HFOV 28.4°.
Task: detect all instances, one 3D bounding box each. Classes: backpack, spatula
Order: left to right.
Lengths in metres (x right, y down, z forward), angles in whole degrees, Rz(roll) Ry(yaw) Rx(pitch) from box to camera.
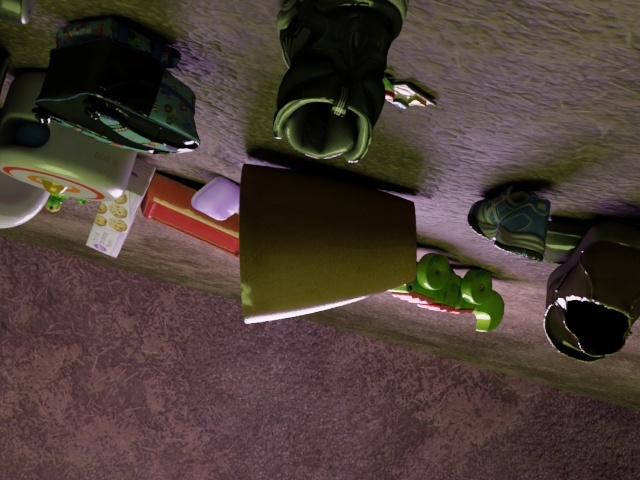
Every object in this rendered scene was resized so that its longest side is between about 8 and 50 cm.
[{"bbox_3d":[-0.216,-0.167,1.448,0.173,0.117,0.158,22,167,-37],"label":"backpack"},{"bbox_3d":[-0.101,-0.014,2.165,0.084,0.030,0.296,-36,125,22],"label":"spatula"}]

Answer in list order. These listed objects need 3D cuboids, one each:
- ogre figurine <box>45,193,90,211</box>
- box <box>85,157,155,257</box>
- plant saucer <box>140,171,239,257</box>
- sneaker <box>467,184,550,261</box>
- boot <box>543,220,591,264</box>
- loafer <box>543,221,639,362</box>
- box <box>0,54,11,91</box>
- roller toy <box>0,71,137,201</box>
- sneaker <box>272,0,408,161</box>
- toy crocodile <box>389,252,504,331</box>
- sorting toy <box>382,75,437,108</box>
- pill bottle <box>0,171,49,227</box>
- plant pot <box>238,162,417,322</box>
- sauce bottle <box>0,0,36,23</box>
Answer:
[{"bbox_3d":[-0.468,-0.106,2.256,0.197,0.097,0.118,31,-174,-8],"label":"ogre figurine"},{"bbox_3d":[-0.351,-0.057,2.205,0.067,0.063,0.324,26,155,-8],"label":"box"},{"bbox_3d":[-0.215,-0.037,2.293,0.258,0.048,0.259,24,170,-7],"label":"plant saucer"},{"bbox_3d":[0.259,-0.031,1.690,0.080,0.081,0.211,15,-172,-16],"label":"sneaker"},{"bbox_3d":[0.429,0.032,1.794,0.208,0.076,0.189,-1,149,34],"label":"boot"},{"bbox_3d":[0.370,0.099,1.749,0.134,0.130,0.366,19,158,11],"label":"loafer"},{"bbox_3d":[-0.635,-0.125,1.613,0.395,0.212,0.293,15,127,-13],"label":"box"},{"bbox_3d":[-0.349,-0.134,1.740,0.191,0.146,0.209,17,171,-14],"label":"roller toy"},{"bbox_3d":[0.001,-0.146,1.152,0.101,0.153,0.268,16,170,-9],"label":"sneaker"},{"bbox_3d":[0.209,0.086,2.301,0.115,0.105,0.340,4,169,45],"label":"toy crocodile"},{"bbox_3d":[0.080,-0.160,1.374,0.062,0.012,0.083,6,168,42],"label":"sorting toy"},{"bbox_3d":[-0.593,-0.114,2.101,0.181,0.181,0.323,22,167,-40],"label":"pill bottle"},{"bbox_3d":[0.013,0.001,1.871,0.254,0.237,0.237,-1,170,2],"label":"plant pot"},{"bbox_3d":[-0.430,-0.277,1.159,0.344,0.111,0.111,14,170,-6],"label":"sauce bottle"}]
